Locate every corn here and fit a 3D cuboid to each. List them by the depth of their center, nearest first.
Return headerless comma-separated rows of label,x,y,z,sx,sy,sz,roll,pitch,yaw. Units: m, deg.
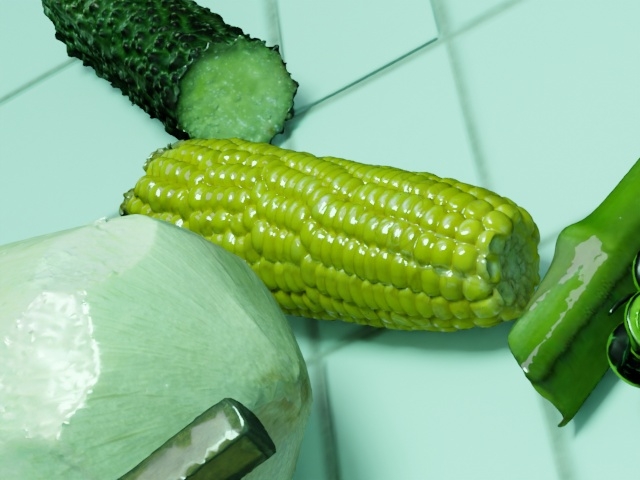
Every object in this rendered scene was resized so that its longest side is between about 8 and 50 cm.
corn,0.000,0.000,1.116,0.305,0.106,0.106,12,57,45

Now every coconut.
coconut,-0.109,0.090,1.005,0.234,0.224,0.224,-4,46,47

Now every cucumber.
cucumber,-0.134,-0.149,1.423,0.096,0.096,0.359,-43,32,-8

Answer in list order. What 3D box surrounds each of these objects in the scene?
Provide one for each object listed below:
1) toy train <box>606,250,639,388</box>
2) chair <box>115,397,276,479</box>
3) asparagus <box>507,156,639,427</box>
toy train,0.206,-0.036,0.951,0.085,0.053,0.250,17,67,3
chair,-0.130,0.291,0.764,0.416,0.203,0.241,-32,56,8
asparagus,0.187,-0.021,1.007,0.067,0.060,0.278,38,74,15
